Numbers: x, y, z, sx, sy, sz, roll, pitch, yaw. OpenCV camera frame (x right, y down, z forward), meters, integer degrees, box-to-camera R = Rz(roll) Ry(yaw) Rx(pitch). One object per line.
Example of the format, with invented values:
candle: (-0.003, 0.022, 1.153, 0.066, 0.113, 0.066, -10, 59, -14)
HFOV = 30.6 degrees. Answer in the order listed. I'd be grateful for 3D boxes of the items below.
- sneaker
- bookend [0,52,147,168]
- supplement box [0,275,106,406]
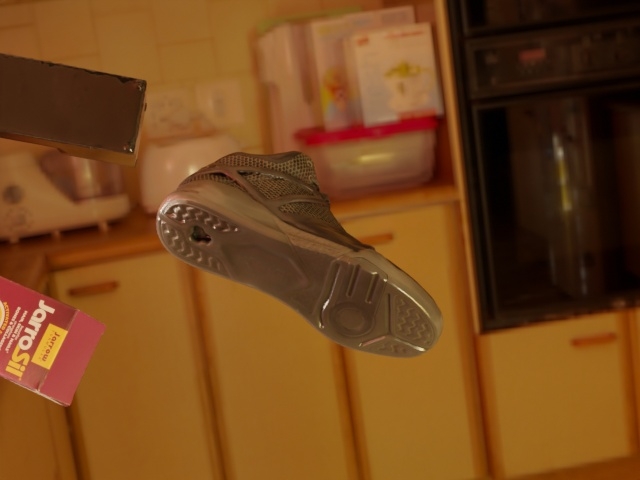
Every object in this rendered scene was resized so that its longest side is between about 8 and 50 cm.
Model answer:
sneaker: (0.000, 0.000, 0.902, 0.227, 0.087, 0.130, 25, 37, 5)
bookend: (-0.252, -0.124, 1.144, 0.156, 0.072, 0.157, 10, -3, -7)
supplement box: (-0.179, 0.056, 0.694, 0.083, 0.055, 0.043, 20, -13, 19)
